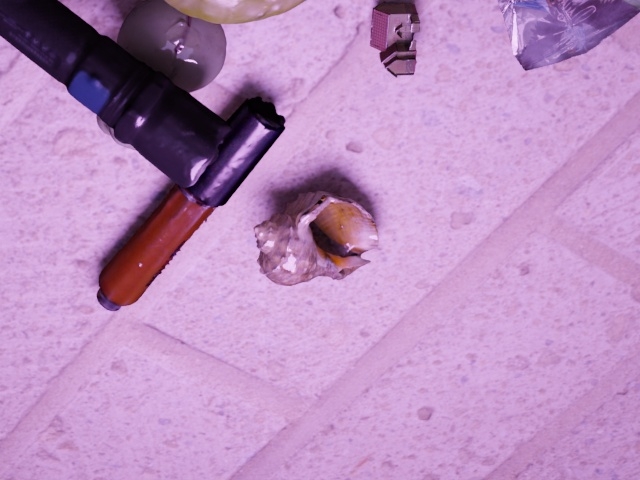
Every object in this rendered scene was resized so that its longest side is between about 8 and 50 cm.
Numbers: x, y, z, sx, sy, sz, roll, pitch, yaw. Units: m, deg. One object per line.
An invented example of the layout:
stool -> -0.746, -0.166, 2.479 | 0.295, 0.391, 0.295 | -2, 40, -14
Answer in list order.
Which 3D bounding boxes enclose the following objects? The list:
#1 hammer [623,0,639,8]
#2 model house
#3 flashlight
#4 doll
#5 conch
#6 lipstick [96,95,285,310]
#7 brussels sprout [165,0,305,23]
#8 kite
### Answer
hammer -> 0.346, -0.421, 1.847 | 0.335, 0.119, 0.206 | 30, 121, -19
model house -> 0.094, -0.258, 1.998 | 0.058, 0.057, 0.083 | -2, 133, -8
flashlight -> -0.298, -0.225, 1.894 | 0.424, 0.103, 0.103 | 38, 122, -4
doll -> -0.198, -0.213, 1.979 | 0.155, 0.113, 0.275 | 20, 128, -16
conch -> 0.000, 0.000, 2.167 | 0.207, 0.130, 0.155 | 17, 142, -30
lipstick -> -0.190, -0.042, 2.155 | 0.077, 0.077, 0.418 | 27, 126, -24
brussels sprout -> -0.090, -0.390, 1.743 | 0.328, 0.247, 0.328 | -19, 122, -33
kite -> 0.265, -0.338, 1.966 | 0.169, 0.015, 0.310 | -30, 127, 22
